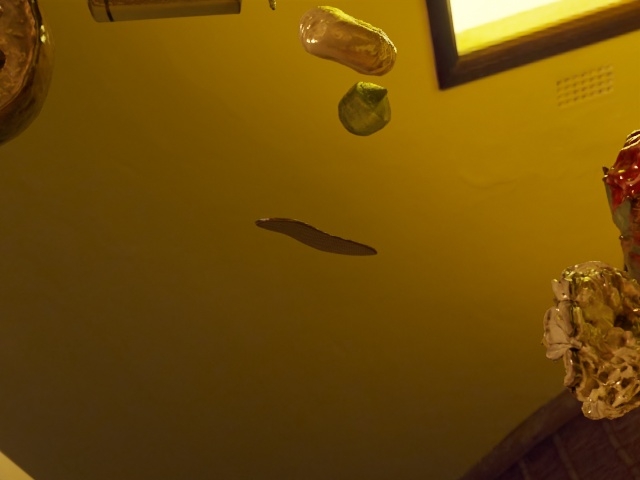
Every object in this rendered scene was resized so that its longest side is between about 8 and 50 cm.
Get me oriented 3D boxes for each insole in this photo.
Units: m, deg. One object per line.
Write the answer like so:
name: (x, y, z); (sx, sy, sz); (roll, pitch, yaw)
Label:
insole: (0.000, 0.000, 0.816); (0.086, 0.253, 0.005); (-5, -104, 32)

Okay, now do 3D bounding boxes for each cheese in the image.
cheese: (0.063, -0.449, 1.359); (0.226, 0.117, 0.214); (25, -161, 10)

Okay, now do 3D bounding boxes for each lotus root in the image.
lotus root: (-0.454, -0.219, 0.854); (0.210, 0.142, 0.314); (-40, -162, -23)

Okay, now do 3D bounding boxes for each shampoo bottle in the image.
shampoo bottle: (-0.198, -0.366, 0.866); (0.263, 0.085, 0.085); (-6, -141, -8)

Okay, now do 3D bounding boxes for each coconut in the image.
coconut: (0.077, -0.221, 1.003); (0.096, 0.088, 0.087); (-35, -149, 31)

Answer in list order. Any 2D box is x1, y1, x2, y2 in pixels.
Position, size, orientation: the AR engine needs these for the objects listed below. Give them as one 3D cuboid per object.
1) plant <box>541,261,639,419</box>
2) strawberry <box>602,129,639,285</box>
plant: (0.203, 0.081, 0.474); (0.104, 0.122, 0.116); (43, -119, 2)
strawberry: (0.645, -0.049, 0.935); (0.345, 0.317, 0.295); (-14, 179, 24)
